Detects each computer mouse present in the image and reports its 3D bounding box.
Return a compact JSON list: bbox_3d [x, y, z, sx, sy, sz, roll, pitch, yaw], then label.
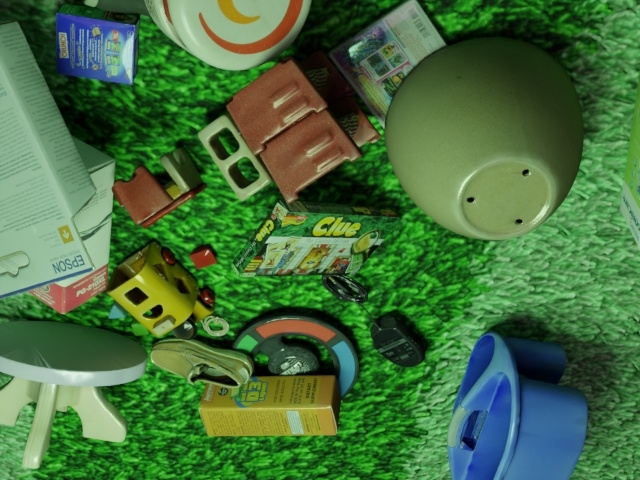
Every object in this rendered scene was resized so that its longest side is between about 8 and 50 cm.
[{"bbox_3d":[0.092,0.127,1.492,0.071,0.041,0.242,-27,115,37],"label":"computer mouse"}]

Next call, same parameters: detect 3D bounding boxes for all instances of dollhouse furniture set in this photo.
[{"bbox_3d":[-0.118,-0.097,1.221,0.374,0.201,0.152,-32,96,19],"label":"dollhouse furniture set"}]

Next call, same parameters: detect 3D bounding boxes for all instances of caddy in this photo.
[{"bbox_3d":[0.303,0.314,1.488,0.179,0.241,0.341,5,123,-10],"label":"caddy"}]

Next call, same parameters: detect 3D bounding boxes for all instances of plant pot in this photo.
[{"bbox_3d":[0.239,-0.110,1.221,0.284,0.191,0.284,-2,127,-2],"label":"plant pot"}]

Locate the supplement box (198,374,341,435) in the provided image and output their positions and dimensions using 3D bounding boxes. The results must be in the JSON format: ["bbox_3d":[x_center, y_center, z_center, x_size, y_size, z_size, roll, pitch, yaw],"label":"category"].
[{"bbox_3d":[-0.086,0.284,1.520,0.233,0.078,0.080,-5,129,11],"label":"supplement box"}]

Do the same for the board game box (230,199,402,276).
[{"bbox_3d":[0.000,0.000,1.318,0.259,0.030,0.136,1,134,-48],"label":"board game box"}]

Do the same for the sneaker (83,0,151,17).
[{"bbox_3d":[-0.224,-0.397,1.133,0.118,0.083,0.222,8,118,-27],"label":"sneaker"}]

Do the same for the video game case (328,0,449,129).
[{"bbox_3d":[0.114,-0.244,1.251,0.143,0.019,0.157,-31,119,20],"label":"video game case"}]

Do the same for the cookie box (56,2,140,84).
[{"bbox_3d":[-0.309,-0.272,1.227,0.107,0.040,0.092,8,124,-5],"label":"cookie box"}]

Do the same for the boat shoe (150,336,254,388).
[{"bbox_3d":[-0.212,0.213,1.506,0.190,0.072,0.068,5,121,18],"label":"boat shoe"}]

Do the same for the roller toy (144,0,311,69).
[{"bbox_3d":[-0.122,-0.322,1.104,0.209,0.146,0.191,19,104,-38],"label":"roller toy"}]

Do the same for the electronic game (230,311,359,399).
[{"bbox_3d":[-0.046,0.217,1.543,0.229,0.048,0.229,1,124,1],"label":"electronic game"}]

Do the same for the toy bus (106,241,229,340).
[{"bbox_3d":[-0.250,0.105,1.439,0.202,0.104,0.191,6,124,-2],"label":"toy bus"}]

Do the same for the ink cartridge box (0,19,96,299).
[{"bbox_3d":[-0.454,-0.088,1.210,0.324,0.071,0.330,-14,104,37],"label":"ink cartridge box"}]

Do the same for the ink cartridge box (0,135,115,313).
[{"bbox_3d":[-0.402,-0.040,1.308,0.172,0.100,0.237,28,126,21],"label":"ink cartridge box"}]

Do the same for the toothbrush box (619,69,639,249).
[{"bbox_3d":[0.557,-0.136,1.252,0.206,0.122,0.283,-2,125,3],"label":"toothbrush box"}]

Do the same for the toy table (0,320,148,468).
[{"bbox_3d":[-0.436,0.245,1.469,0.274,0.252,0.161,13,108,6],"label":"toy table"}]
